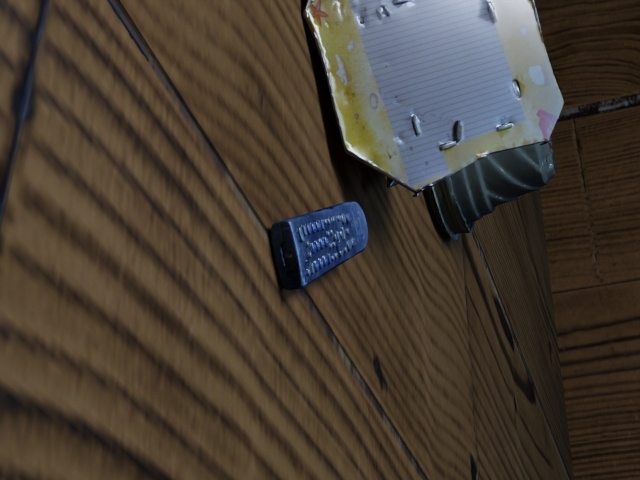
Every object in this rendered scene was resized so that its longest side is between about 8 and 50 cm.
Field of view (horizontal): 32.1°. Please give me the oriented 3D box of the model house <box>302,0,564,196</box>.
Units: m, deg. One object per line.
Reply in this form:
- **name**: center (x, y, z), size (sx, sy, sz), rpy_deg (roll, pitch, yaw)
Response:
- **model house**: center (0.069, -0.152, 0.945), size (0.219, 0.207, 0.136), rpy_deg (69, -20, -2)

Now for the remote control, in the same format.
- **remote control**: center (0.001, 0.000, 0.752), size (0.152, 0.027, 0.043), rpy_deg (-24, 109, -72)

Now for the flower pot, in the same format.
- **flower pot**: center (0.192, -0.124, 1.281), size (0.235, 0.140, 0.235), rpy_deg (-9, 90, -76)
